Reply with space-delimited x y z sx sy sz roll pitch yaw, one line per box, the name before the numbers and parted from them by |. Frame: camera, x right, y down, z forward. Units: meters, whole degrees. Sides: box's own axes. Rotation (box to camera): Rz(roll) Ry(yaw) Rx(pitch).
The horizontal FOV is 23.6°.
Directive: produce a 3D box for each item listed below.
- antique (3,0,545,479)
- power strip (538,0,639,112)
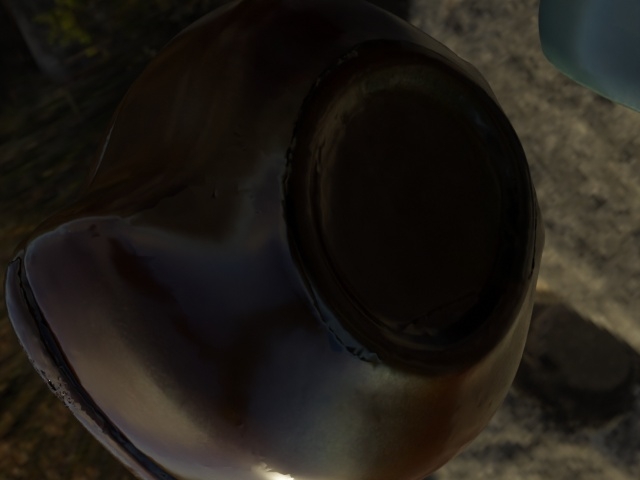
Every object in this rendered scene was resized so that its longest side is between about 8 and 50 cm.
antique | 0.000 0.000 0.663 0.129 0.278 0.224 -23 87 44
power strip | 0.154 -0.070 0.485 0.137 0.216 0.044 29 117 44
